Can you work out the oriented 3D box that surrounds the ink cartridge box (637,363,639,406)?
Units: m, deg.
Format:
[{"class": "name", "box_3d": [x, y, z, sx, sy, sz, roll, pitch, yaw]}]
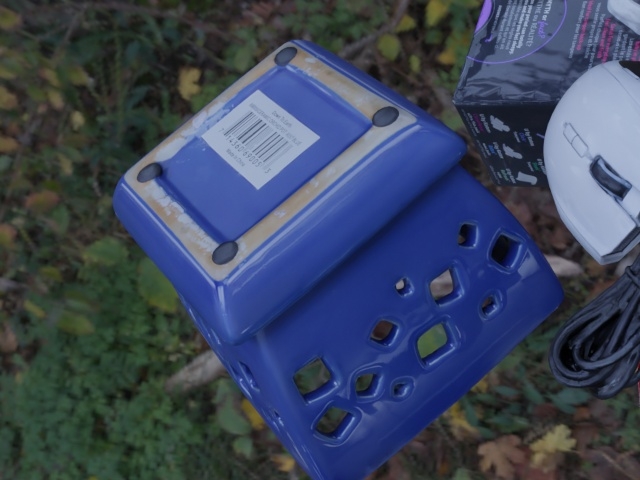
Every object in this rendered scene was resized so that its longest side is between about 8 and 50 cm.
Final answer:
[{"class": "ink cartridge box", "box_3d": [0.572, 0.141, 1.496, 0.272, 0.130, 0.309, -2, 34, 13]}]

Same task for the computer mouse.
[{"class": "computer mouse", "box_3d": [0.119, -0.027, 0.450, 0.193, 0.042, 0.106, -82, 18, -64]}]

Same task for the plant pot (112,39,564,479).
[{"class": "plant pot", "box_3d": [0.000, 0.000, 0.806, 0.236, 0.212, 0.236, -40, 42, -7]}]

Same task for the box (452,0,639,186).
[{"class": "box", "box_3d": [0.289, -0.153, 1.053, 0.270, 0.143, 0.165, 3, 59, 30]}]
